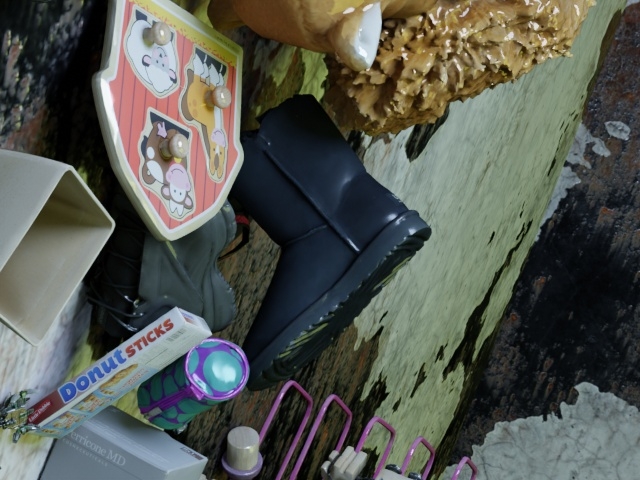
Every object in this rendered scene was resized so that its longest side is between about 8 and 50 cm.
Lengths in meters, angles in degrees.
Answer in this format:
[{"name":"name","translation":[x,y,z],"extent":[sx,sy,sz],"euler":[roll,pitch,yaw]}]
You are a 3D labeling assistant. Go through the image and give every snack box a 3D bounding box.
[{"name":"snack box","translation":[-0.184,0.121,1.193],"extent":[0.178,0.022,0.064],"euler":[-34,160,7]}]

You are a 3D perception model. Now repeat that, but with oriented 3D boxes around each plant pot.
[{"name":"plant pot","translation":[-0.226,-0.006,0.935],"extent":[0.109,0.096,0.109],"euler":[-59,161,-15]}]

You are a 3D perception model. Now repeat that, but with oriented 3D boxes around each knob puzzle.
[{"name":"knob puzzle","translation":[-0.110,-0.094,1.053],"extent":[0.213,0.030,0.213],"euler":[18,70,-59]}]

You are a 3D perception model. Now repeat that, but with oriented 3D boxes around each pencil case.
[{"name":"pencil case","translation":[-0.126,0.141,1.281],"extent":[0.070,0.064,0.151],"euler":[-40,-179,-32]}]

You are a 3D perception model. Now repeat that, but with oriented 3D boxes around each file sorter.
[{"name":"file sorter","translation":[0.056,0.340,1.875],"extent":[0.182,0.290,0.202],"euler":[-64,162,-11]}]

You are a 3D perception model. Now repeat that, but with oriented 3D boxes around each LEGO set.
[{"name":"LEGO set","translation":[-0.273,0.159,1.148],"extent":[0.083,0.023,0.054],"euler":[-44,141,-11]}]

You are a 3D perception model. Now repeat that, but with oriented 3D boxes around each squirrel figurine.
[{"name":"squirrel figurine","translation":[0.088,-0.246,1.177],"extent":[0.370,0.281,0.397],"euler":[-45,140,-30]}]

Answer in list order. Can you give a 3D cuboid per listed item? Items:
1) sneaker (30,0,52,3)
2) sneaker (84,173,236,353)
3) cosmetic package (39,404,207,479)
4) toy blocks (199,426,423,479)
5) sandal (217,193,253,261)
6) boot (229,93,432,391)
[{"name":"sneaker","translation":[-0.151,-0.203,0.957],"extent":[0.170,0.051,0.089],"euler":[-57,156,-32]},{"name":"sneaker","translation":[-0.150,0.019,1.185],"extent":[0.130,0.109,0.286],"euler":[-38,146,-27]},{"name":"cosmetic package","translation":[-0.221,0.295,1.300],"extent":[0.238,0.127,0.107],"euler":[-69,162,8]},{"name":"toy blocks","translation":[-0.061,0.437,1.685],"extent":[0.309,0.288,0.260],"euler":[-48,151,-48]},{"name":"sandal","translation":[-0.104,-0.003,1.368],"extent":[0.179,0.040,0.067],"euler":[-37,147,-55]},{"name":"boot","translation":[-0.039,-0.001,1.316],"extent":[0.246,0.207,0.094],"euler":[-46,160,8]}]
